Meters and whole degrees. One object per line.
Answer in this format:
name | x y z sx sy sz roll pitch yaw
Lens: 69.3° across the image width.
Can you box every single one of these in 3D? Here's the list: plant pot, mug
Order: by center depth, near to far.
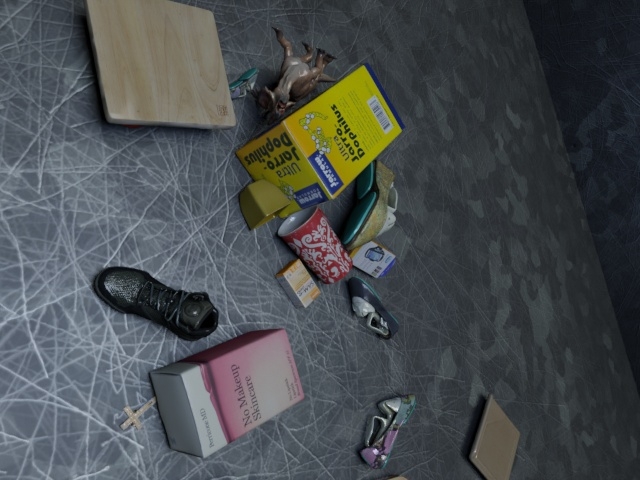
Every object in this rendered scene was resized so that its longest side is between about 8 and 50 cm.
plant pot | -0.132 -0.086 1.029 0.081 0.081 0.083 -34 89 -41
mug | 0.005 0.001 1.099 0.169 0.113 0.150 53 58 -21

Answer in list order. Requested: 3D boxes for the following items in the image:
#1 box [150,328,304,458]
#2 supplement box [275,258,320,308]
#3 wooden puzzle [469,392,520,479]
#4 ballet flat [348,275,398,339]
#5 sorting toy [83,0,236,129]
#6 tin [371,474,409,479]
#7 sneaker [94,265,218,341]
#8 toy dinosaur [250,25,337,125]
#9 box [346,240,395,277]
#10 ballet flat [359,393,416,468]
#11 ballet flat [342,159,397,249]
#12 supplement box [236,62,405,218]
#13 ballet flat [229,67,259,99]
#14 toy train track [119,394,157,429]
box | -0.167 0.271 0.861 0.232 0.127 0.148 -16 90 -45
supplement box | -0.052 0.101 1.072 0.062 0.036 0.098 -43 107 -38
wooden puzzle | 0.537 0.633 1.435 0.238 0.044 0.221 54 50 -22
ballet flat | 0.130 0.181 1.187 0.203 0.074 0.074 50 52 -22
sorting toy | -0.324 -0.341 0.923 0.255 0.089 0.257 -8 84 -41
tin | 0.153 0.625 1.107 0.190 0.040 0.106 11 75 -38
sneaker | -0.275 0.106 0.820 0.227 0.130 0.087 37 55 -25
toy dinosaur | -0.066 -0.382 1.131 0.127 0.200 0.296 30 20 12
box | 0.134 0.044 1.222 0.136 0.081 0.028 30 16 -33
ballet flat | 0.165 0.451 1.148 0.079 0.077 0.221 42 53 0
ballet flat | 0.142 -0.085 1.187 0.123 0.123 0.348 44 36 -23
supplement box | 0.012 -0.242 1.113 0.195 0.194 0.356 55 50 -15
ballet flat | -0.181 -0.366 1.093 0.041 0.041 0.114 51 52 -19
toy train track | -0.311 0.298 0.812 0.083 0.014 0.048 -39 105 -40
